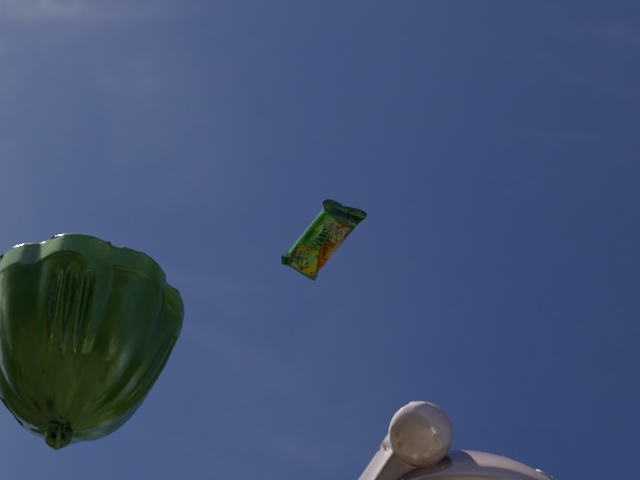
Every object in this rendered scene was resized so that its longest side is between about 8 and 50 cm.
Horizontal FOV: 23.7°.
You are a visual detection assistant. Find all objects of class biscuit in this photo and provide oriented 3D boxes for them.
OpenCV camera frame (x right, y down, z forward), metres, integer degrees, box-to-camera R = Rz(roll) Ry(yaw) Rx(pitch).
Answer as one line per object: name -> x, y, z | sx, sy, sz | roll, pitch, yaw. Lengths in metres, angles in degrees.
biscuit -> 0.000, 0.000, 1.420 | 0.046, 0.016, 0.089 | 22, -57, -30

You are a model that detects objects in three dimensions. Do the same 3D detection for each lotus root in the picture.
lotus root -> -0.215, 0.113, 1.330 | 0.186, 0.186, 0.186 | 15, -61, 29

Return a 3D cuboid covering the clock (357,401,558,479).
clock -> 0.138, 0.353, 1.425 | 0.326, 0.184, 0.342 | 34, -93, 7
